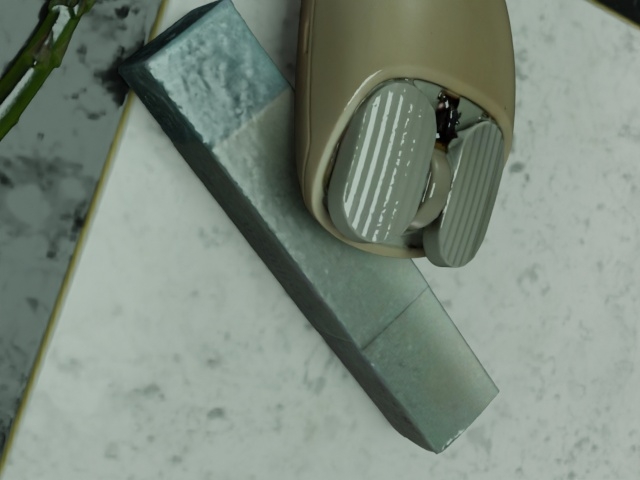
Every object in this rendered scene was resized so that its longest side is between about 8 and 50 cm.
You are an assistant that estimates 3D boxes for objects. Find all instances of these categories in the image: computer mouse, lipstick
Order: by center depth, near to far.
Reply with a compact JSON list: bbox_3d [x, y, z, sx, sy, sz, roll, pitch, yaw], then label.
[{"bbox_3d":[0.054,-0.104,0.567,0.145,0.082,0.236,19,68,-40],"label":"computer mouse"},{"bbox_3d":[0.000,0.000,0.610,0.068,0.066,0.317,-42,112,-17],"label":"lipstick"}]

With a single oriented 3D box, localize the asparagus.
[{"bbox_3d":[-0.172,-0.093,0.540,0.034,0.027,0.236,38,80,-35],"label":"asparagus"}]
